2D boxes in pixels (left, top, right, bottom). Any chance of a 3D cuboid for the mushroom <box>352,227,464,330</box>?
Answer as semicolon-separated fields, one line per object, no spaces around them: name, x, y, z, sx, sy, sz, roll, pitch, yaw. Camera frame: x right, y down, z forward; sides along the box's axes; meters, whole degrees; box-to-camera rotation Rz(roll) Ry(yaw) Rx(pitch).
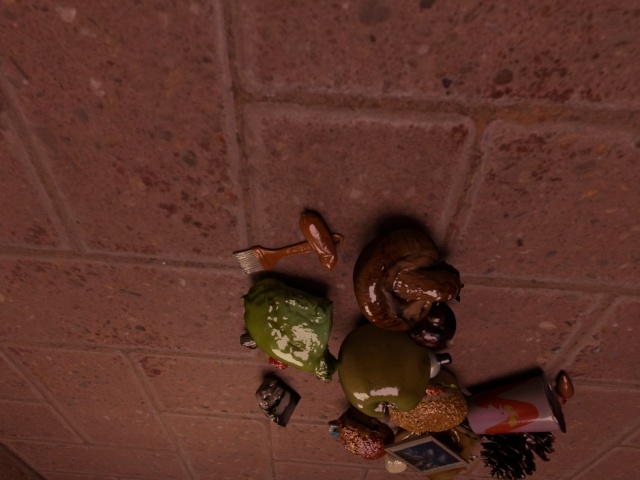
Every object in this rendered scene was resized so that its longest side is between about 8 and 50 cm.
mushroom;0.209;0.099;1.076;0.283;0.195;0.263;14;97;-13

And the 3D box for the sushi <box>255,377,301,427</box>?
sushi;-0.198;0.609;1.667;0.109;0.134;0.273;15;154;35

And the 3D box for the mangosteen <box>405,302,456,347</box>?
mangosteen;0.310;0.229;1.223;0.153;0.152;0.152;3;134;3

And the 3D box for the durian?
durian;-0.076;0.244;1.259;0.340;0.204;0.255;20;119;-2

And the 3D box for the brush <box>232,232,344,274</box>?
brush;-0.084;0.031;1.164;0.315;0.017;0.090;-15;131;17

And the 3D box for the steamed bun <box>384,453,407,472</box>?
steamed bun;0.357;1.029;2.029;0.113;0.090;0.129;-11;129;10

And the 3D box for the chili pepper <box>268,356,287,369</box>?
chili pepper;-0.132;0.384;1.471;0.071;0.073;0.123;-24;148;-33

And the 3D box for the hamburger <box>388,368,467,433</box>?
hamburger;0.375;0.583;1.538;0.276;0.179;0.294;-27;125;26

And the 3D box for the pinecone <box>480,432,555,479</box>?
pinecone;0.729;0.770;1.621;0.246;0.292;0.246;38;157;19

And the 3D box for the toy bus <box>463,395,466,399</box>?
toy bus;0.552;0.632;1.651;0.153;0.061;0.051;26;136;-24

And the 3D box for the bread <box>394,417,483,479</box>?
bread;0.507;0.864;1.792;0.314;0.191;0.370;34;126;-23

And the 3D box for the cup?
cup;0.674;0.593;1.517;0.289;0.202;0.203;-24;127;30

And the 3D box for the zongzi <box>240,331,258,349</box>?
zongzi;-0.202;0.336;1.449;0.104;0.052;0.113;-16;144;12

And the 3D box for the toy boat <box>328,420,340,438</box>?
toy boat;0.117;0.834;1.885;0.173;0.058;0.069;11;134;-6

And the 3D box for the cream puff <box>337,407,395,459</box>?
cream puff;0.172;0.769;1.709;0.240;0.240;0.163;40;82;-29

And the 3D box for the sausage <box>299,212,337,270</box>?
sausage;0.000;0.000;1.090;0.062;0.054;0.183;-1;129;44

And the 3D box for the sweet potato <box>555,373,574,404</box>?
sweet potato;0.867;0.534;1.534;0.055;0.058;0.202;-22;131;-4

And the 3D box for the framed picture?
framed picture;0.400;0.806;1.618;0.209;0.019;0.281;-33;121;29

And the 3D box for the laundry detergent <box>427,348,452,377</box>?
laundry detergent;0.327;0.418;1.447;0.226;0.099;0.070;-22;163;24

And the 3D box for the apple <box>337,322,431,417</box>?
apple;0.193;0.395;1.325;0.292;0.254;0.291;1;131;1
